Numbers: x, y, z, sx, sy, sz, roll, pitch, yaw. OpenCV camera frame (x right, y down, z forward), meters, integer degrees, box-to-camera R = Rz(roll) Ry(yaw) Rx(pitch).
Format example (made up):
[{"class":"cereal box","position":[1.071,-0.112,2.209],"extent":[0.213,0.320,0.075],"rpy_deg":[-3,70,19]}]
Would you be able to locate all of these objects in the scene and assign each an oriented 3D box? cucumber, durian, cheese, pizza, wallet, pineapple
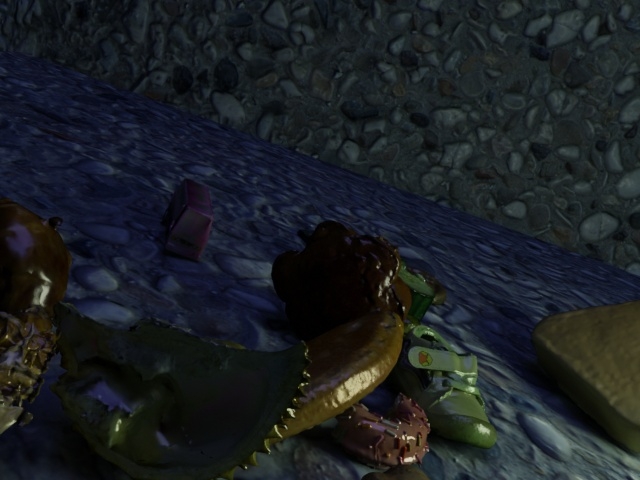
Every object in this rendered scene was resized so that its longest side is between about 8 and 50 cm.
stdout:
[{"class":"cucumber","position":[0.152,0.106,1.345],"extent":[0.191,0.130,0.191],"rpy_deg":[21,19,-8]},{"class":"durian","position":[-0.166,0.159,0.647],"extent":[0.306,0.167,0.172],"rpy_deg":[17,46,12]},{"class":"cheese","position":[0.630,0.265,1.199],"extent":[0.383,0.104,0.384],"rpy_deg":[-20,27,11]},{"class":"pizza","position":[-0.004,0.189,0.842],"extent":[0.182,0.074,0.365],"rpy_deg":[-11,10,39]},{"class":"wallet","position":[0.000,0.000,1.687],"extent":[0.088,0.026,0.129],"rpy_deg":[8,20,-36]},{"class":"pineapple","position":[-0.341,0.126,0.530],"extent":[0.161,0.158,0.335],"rpy_deg":[40,18,-22]}]

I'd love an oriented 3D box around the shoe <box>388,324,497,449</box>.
[{"class":"shoe","position":[0.187,0.231,0.981],"extent":[0.140,0.128,0.262],"rpy_deg":[8,14,-19]}]

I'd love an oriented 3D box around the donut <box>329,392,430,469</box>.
[{"class":"donut","position":[0.100,0.268,0.841],"extent":[0.117,0.065,0.166],"rpy_deg":[31,20,36]}]

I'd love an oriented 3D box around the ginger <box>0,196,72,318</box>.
[{"class":"ginger","position":[-0.509,-0.013,0.829],"extent":[0.418,0.176,0.254],"rpy_deg":[37,24,24]}]

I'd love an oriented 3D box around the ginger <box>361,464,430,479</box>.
[{"class":"ginger","position":[0.100,0.325,0.634],"extent":[0.137,0.074,0.213],"rpy_deg":[11,12,2]}]

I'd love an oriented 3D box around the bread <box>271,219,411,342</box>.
[{"class":"bread","position":[0.053,0.087,1.076],"extent":[0.247,0.232,0.135],"rpy_deg":[55,23,9]}]

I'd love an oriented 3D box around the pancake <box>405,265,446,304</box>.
[{"class":"pancake","position":[0.228,0.102,1.597],"extent":[0.236,0.042,0.222],"rpy_deg":[21,18,4]}]

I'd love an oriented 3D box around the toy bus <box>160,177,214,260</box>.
[{"class":"toy bus","position":[-0.300,-0.054,1.358],"extent":[0.090,0.112,0.274],"rpy_deg":[22,14,-21]}]

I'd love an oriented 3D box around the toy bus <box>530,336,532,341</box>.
[{"class":"toy bus","position":[0.560,0.254,1.500],"extent":[0.031,0.037,0.083],"rpy_deg":[18,15,-11]}]

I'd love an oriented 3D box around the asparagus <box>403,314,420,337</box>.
[{"class":"asparagus","position":[0.074,0.151,1.209],"extent":[0.277,0.060,0.067],"rpy_deg":[15,27,-15]}]
